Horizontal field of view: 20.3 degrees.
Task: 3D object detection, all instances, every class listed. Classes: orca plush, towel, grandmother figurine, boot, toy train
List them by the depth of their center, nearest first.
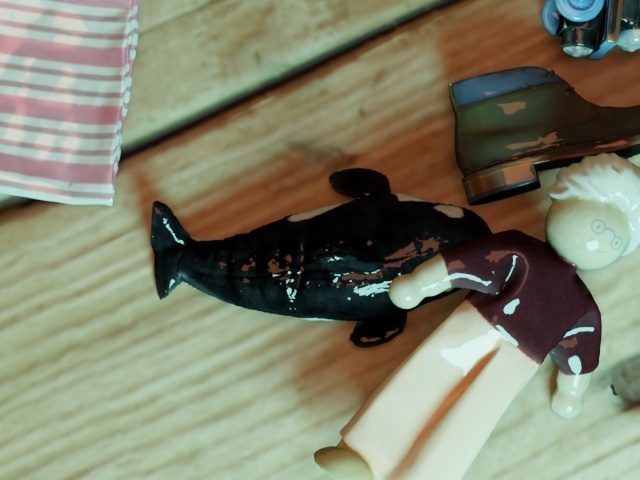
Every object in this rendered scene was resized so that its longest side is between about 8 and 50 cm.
[{"bbox_3d":[0.150,0.077,1.441,0.208,0.104,0.342,36,91,-37],"label":"grandmother figurine"},{"bbox_3d":[0.000,0.000,1.477,0.287,0.102,0.151,12,81,4],"label":"orca plush"},{"bbox_3d":[0.213,-0.112,1.503,0.219,0.082,0.106,-18,83,0],"label":"boot"},{"bbox_3d":[0.251,-0.242,1.528,0.105,0.080,0.184,8,80,-3],"label":"toy train"},{"bbox_3d":[-0.237,-0.132,1.544,0.144,0.029,0.197,6,80,3],"label":"towel"}]
